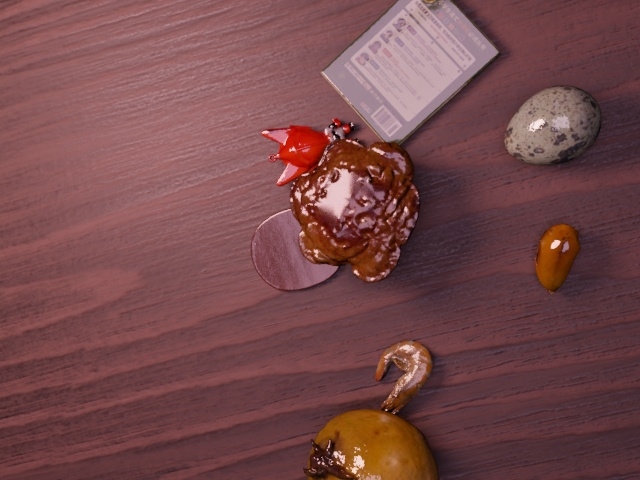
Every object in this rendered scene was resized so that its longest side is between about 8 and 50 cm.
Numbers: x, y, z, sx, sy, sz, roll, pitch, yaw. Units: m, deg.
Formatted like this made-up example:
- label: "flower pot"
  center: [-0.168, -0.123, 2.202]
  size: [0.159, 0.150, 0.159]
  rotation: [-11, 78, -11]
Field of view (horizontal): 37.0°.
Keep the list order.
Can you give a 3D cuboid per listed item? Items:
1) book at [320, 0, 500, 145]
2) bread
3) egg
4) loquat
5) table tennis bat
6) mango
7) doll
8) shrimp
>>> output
- label: "book"
  center: [0.163, -0.324, 1.745]
  size: [0.264, 0.027, 0.202]
  rotation: [-43, 85, 9]
- label: "bread"
  center: [0.063, -0.066, 1.692]
  size: [0.232, 0.135, 0.246]
  rotation: [18, 97, 9]
- label: "egg"
  center: [0.402, -0.196, 1.661]
  size: [0.172, 0.132, 0.132]
  rotation: [-24, 88, 20]
- label: "loquat"
  center: [0.085, 0.411, 1.684]
  size: [0.244, 0.244, 0.243]
  rotation: [0, 92, 9]
- label: "table tennis bat"
  center: [0.000, 0.000, 1.787]
  size: [0.274, 0.021, 0.154]
  rotation: [-19, 91, 10]
- label: "mango"
  center: [0.416, 0.030, 1.695]
  size: [0.063, 0.077, 0.127]
  rotation: [6, 108, -15]
- label: "doll"
  center: [-0.015, -0.174, 1.763]
  size: [0.169, 0.057, 0.109]
  rotation: [-16, 93, 6]
- label: "shrimp"
  center: [0.137, 0.255, 1.763]
  size: [0.095, 0.045, 0.162]
  rotation: [40, 99, 6]
